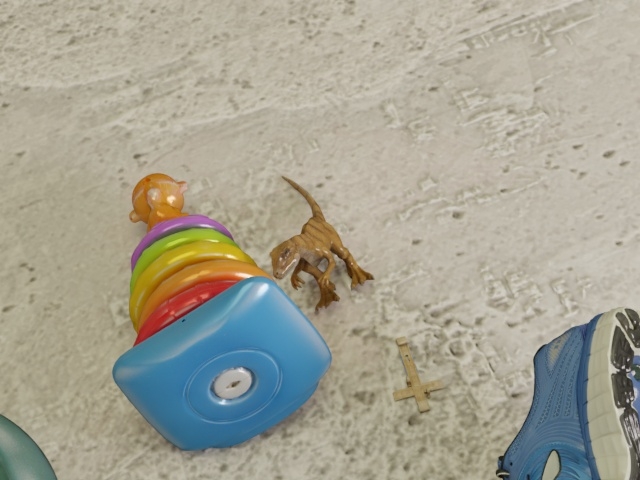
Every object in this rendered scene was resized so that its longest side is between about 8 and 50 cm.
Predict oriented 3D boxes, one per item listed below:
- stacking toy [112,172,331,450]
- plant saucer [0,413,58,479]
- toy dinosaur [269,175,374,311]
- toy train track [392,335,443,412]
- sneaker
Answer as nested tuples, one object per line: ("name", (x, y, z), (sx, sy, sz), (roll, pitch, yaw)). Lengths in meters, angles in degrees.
("stacking toy", (-0.126, 0.038, 1.766), (0.175, 0.166, 0.302), (-32, 44, 5))
("plant saucer", (-0.393, 0.271, 1.687), (0.317, 0.044, 0.317), (-3, 55, 4))
("toy dinosaur", (0.000, 0.000, 1.804), (0.064, 0.112, 0.211), (-26, 12, 13))
("toy train track", (0.087, 0.124, 1.749), (0.048, 0.014, 0.083), (-15, 55, -4))
("sneaker", (0.236, 0.230, 1.607), (0.147, 0.130, 0.330), (-19, 60, 47))
